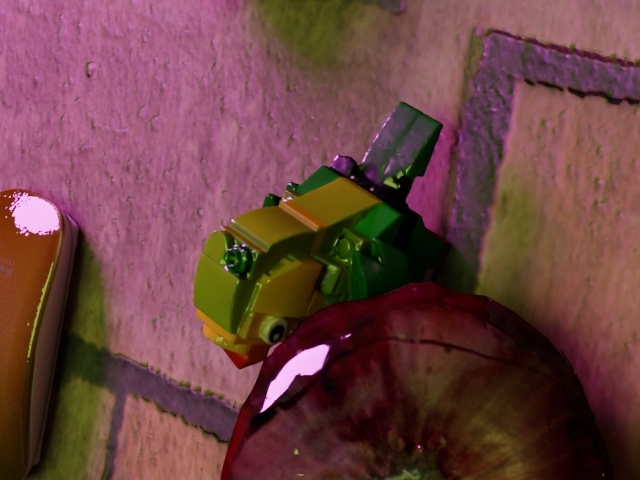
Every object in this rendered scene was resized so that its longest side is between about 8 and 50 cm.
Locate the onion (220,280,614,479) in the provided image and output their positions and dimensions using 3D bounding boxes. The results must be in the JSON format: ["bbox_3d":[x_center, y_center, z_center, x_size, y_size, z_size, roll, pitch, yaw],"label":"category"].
[{"bbox_3d":[0.055,0.156,1.055,0.252,0.219,0.252,0,83,-2],"label":"onion"}]

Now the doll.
[{"bbox_3d":[0.000,0.007,1.123,0.106,0.186,0.134,36,141,36],"label":"doll"}]

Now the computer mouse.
[{"bbox_3d":[-0.263,0.080,1.434,0.126,0.056,0.245,21,105,41],"label":"computer mouse"}]
